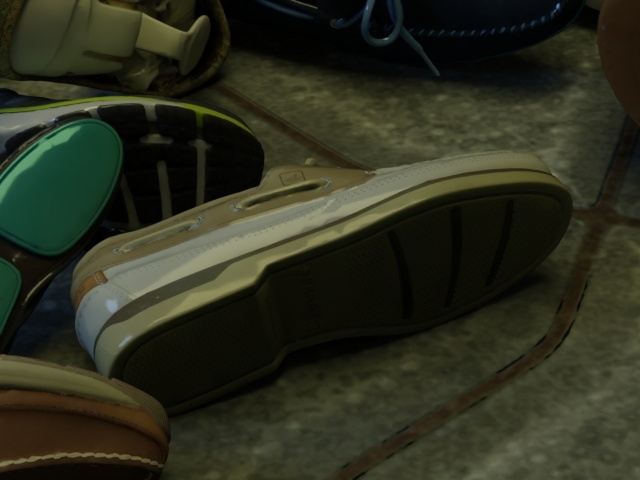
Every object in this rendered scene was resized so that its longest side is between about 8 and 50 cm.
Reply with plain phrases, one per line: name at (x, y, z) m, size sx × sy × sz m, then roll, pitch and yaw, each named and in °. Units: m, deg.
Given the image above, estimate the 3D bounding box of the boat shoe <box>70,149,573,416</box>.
boat shoe at (0.000, 0.000, 0.927) m, size 0.302 × 0.113 × 0.103 m, roll -17°, pitch 45°, yaw -19°

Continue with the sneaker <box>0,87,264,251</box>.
sneaker at (-0.187, -0.060, 1.024) m, size 0.300 × 0.111 × 0.121 m, roll 1°, pitch 28°, yaw -6°

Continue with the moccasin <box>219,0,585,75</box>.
moccasin at (0.022, -0.194, 1.165) m, size 0.342 × 0.137 × 0.117 m, roll 3°, pitch -3°, yaw 19°

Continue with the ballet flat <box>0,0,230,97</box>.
ballet flat at (-0.151, -0.149, 1.044) m, size 0.123 × 0.123 × 0.348 m, roll 12°, pitch 6°, yaw 17°

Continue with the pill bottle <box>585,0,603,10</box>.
pill bottle at (0.260, -0.268, 1.278) m, size 0.117 × 0.117 × 0.215 m, roll 13°, pitch 38°, yaw 18°

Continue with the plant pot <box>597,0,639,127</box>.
plant pot at (0.315, -0.166, 1.027) m, size 0.291 × 0.291 × 0.203 m, roll 23°, pitch 58°, yaw 29°

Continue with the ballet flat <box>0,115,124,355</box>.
ballet flat at (-0.185, 0.013, 0.925) m, size 0.074 × 0.074 × 0.203 m, roll 16°, pitch 59°, yaw 22°

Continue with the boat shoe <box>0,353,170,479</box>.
boat shoe at (-0.235, 0.126, 0.782) m, size 0.324 × 0.123 × 0.116 m, roll -1°, pitch 69°, yaw -14°
